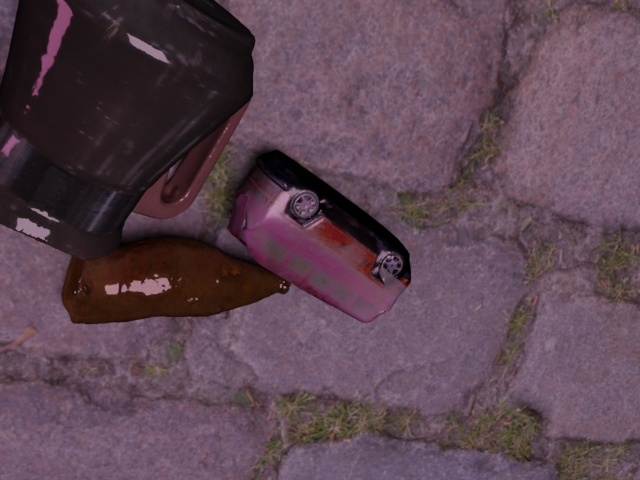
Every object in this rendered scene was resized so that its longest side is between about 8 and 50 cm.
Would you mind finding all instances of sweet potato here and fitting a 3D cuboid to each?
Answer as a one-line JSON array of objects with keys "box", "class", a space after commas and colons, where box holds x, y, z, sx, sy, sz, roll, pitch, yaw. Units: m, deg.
[{"box": [-0.202, 0.053, 1.331, 0.336, 0.131, 0.131, -4, 111, -20], "class": "sweet potato"}]

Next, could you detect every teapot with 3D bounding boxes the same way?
[{"box": [-0.257, -0.165, 1.164, 0.362, 0.305, 0.376, -53, 147, 14], "class": "teapot"}]

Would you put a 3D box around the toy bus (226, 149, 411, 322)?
[{"box": [0.000, 0.000, 1.382, 0.302, 0.127, 0.147, 33, 98, -27], "class": "toy bus"}]
